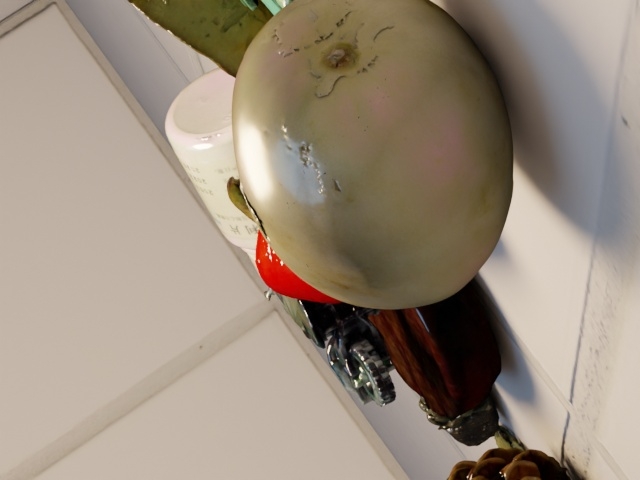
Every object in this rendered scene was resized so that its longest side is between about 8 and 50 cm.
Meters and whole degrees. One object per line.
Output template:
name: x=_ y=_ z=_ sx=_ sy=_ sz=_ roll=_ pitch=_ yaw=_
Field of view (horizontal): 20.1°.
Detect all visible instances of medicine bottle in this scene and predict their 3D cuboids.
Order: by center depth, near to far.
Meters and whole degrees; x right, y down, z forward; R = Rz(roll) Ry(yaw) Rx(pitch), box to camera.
medicine bottle: x=-0.080 y=-0.083 z=2.431 sx=0.170 sy=0.170 sz=0.293 roll=48 pitch=168 yaw=49

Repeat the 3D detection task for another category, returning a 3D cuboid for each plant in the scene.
plant: x=0.183 y=0.210 z=2.356 sx=0.143 sy=0.094 sz=0.092 roll=47 pitch=-163 yaw=-51

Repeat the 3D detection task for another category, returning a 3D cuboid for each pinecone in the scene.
pinecone: x=0.233 y=0.375 z=2.143 sx=0.243 sy=0.243 sz=0.257 roll=58 pitch=-177 yaw=-17

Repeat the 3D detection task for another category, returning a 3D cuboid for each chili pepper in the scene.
chili pepper: x=-0.001 y=0.005 z=1.933 sx=0.338 sy=0.134 sz=0.131 roll=-5 pitch=124 yaw=51

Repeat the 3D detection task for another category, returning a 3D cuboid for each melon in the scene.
melon: x=0.043 y=-0.072 z=1.457 sx=0.223 sy=0.223 sz=0.317 roll=51 pitch=173 yaw=33

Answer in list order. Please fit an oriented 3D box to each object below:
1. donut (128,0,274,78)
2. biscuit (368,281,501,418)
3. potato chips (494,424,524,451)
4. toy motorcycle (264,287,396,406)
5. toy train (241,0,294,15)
donut: x=-0.109 y=-0.256 z=1.896 sx=0.272 sy=0.107 sz=0.272 roll=37 pitch=-169 yaw=-8
biscuit: x=0.084 y=0.022 z=2.159 sx=0.407 sy=0.091 sz=0.407 roll=57 pitch=172 yaw=13
potato chips: x=0.297 y=0.345 z=2.444 sx=0.220 sy=0.029 sz=0.202 roll=60 pitch=173 yaw=-6
toy motorcycle: x=0.008 y=0.071 z=2.106 sx=0.270 sy=0.106 sz=0.159 roll=63 pitch=168 yaw=0
toy train: x=-0.064 y=-0.288 z=1.761 sx=0.248 sy=0.101 sz=0.159 roll=53 pitch=-175 yaw=34
